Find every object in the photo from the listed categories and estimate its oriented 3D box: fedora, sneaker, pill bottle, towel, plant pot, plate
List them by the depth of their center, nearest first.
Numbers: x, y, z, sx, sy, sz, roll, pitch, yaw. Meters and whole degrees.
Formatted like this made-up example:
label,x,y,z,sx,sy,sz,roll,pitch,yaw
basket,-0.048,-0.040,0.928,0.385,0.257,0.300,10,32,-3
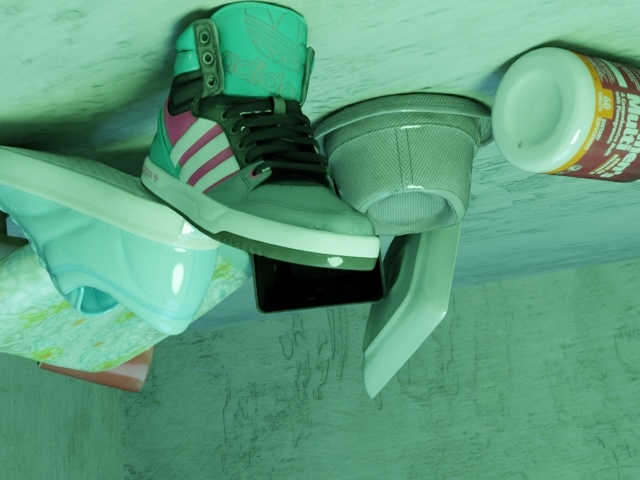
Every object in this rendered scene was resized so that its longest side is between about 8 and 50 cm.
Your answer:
label,x,y,z,sx,sy,sz,roll,pitch,yaw
sneaker,-0.041,-0.095,0.625,0.123,0.179,0.295,5,-166,-40
sneaker,-0.255,-0.005,0.796,0.365,0.150,0.135,19,-172,39
pill bottle,0.293,-0.122,0.803,0.221,0.121,0.121,2,167,-33
fedora,0.102,-0.075,0.947,0.243,0.125,0.275,-4,169,-1
towel,-0.265,0.060,1.051,0.320,0.090,0.374,-32,160,0
plate,0.126,0.051,1.124,0.045,0.278,0.277,20,143,-5
plant pot,0.000,0.000,1.182,0.188,0.188,0.167,-7,-178,7
plant pot,-0.546,0.223,1.898,0.243,0.275,0.275,11,164,-23

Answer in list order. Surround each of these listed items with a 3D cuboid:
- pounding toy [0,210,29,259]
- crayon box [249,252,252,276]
label,x,y,z,sx,sy,sz,roll,pitch,yaw
pounding toy,-0.503,0.009,1.007,0.154,0.155,0.269,-14,167,19
crayon box,-0.156,0.016,1.401,0.322,0.083,0.203,-6,169,9
